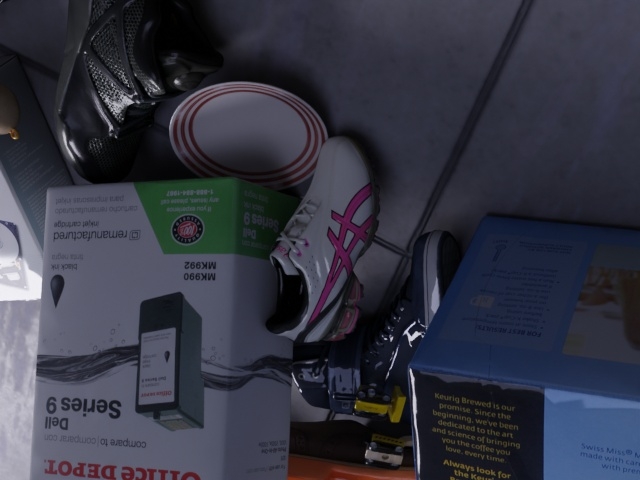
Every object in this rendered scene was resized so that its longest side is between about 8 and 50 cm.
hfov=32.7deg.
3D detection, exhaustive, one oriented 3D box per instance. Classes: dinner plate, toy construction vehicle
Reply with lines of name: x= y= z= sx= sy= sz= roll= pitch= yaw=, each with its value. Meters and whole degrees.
dinner plate: x=-0.063 y=-0.093 z=0.966 sx=0.141 sy=0.017 sz=0.141 roll=2 pitch=143 yaw=2
toy construction vehicle: x=0.075 y=0.169 z=1.000 sx=0.098 sy=0.035 sz=0.085 roll=8 pitch=124 yaw=-1

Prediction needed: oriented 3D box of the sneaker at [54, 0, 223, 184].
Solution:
sneaker: x=-0.161 y=-0.128 z=0.957 sx=0.130 sy=0.087 sz=0.227 roll=33 pitch=127 yaw=25

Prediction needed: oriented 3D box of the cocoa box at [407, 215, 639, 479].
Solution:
cocoa box: x=0.268 y=0.142 z=0.853 sx=0.347 sy=0.231 sz=0.228 roll=6 pitch=123 yaw=22

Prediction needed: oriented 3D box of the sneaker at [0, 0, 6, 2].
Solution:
sneaker: x=-0.321 y=-0.295 z=0.909 sx=0.217 sy=0.121 sz=0.079 roll=47 pitch=127 yaw=-10

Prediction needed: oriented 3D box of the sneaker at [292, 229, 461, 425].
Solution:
sneaker: x=0.048 y=0.082 z=1.011 sx=0.163 sy=0.086 sz=0.226 roll=9 pitch=126 yaw=16

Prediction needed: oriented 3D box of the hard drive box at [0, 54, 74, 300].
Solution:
hard drive box: x=-0.353 y=-0.055 z=1.107 sx=0.181 sy=0.089 sz=0.232 roll=-5 pitch=119 yaw=27

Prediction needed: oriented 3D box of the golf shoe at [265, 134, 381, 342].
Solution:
golf shoe: x=0.000 y=0.000 z=0.944 sx=0.067 sy=0.086 sz=0.186 roll=16 pitch=101 yaw=49

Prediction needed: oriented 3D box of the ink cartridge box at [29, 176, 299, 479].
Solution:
ink cartridge box: x=-0.141 y=0.097 z=0.994 sx=0.211 sy=0.121 sz=0.289 roll=-2 pitch=82 yaw=25

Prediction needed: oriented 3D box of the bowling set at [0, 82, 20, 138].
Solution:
bowling set: x=-0.387 y=-0.181 z=0.910 sx=0.154 sy=0.200 sz=0.287 roll=-38 pitch=80 yaw=22

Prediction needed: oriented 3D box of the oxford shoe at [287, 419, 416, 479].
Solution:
oxford shoe: x=0.076 y=0.237 z=1.091 sx=0.364 sy=0.132 sz=0.130 roll=10 pitch=120 yaw=-3
